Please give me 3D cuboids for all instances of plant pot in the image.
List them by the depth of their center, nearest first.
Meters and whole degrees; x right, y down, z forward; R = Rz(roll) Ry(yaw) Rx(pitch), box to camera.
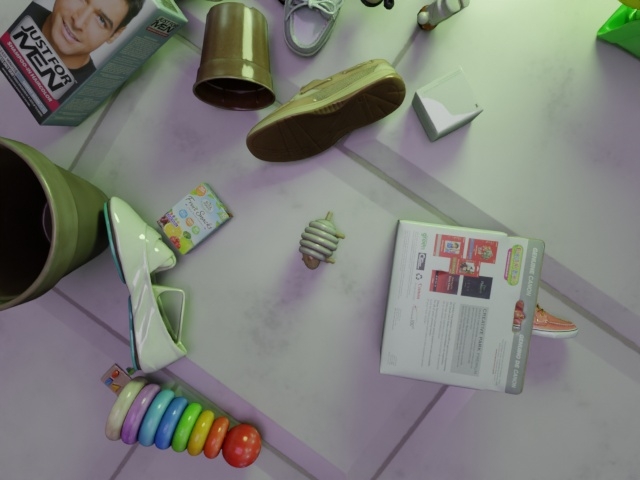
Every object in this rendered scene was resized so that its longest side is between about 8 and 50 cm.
[{"bbox_3d":[-0.593,-0.038,0.860,0.324,0.280,0.322,0,94,5],"label":"plant pot"},{"bbox_3d":[-0.175,-0.377,0.863,0.167,0.167,0.165,0,85,6],"label":"plant pot"}]

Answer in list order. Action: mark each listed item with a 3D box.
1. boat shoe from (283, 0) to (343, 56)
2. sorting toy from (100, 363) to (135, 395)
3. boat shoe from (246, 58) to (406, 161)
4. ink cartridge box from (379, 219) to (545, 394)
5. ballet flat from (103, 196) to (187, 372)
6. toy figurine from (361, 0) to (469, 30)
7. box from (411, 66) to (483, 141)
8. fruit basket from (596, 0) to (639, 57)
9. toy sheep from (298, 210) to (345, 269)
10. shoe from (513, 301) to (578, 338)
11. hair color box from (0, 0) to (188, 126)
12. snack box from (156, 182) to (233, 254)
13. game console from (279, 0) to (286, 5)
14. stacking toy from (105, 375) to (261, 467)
[{"bbox_3d":[0.007,-0.532,0.823,0.118,0.103,0.320,25,110,-6],"label":"boat shoe"},{"bbox_3d":[-0.485,0.328,1.005,0.062,0.012,0.083,44,97,2],"label":"sorting toy"},{"bbox_3d":[0.002,-0.271,0.877,0.342,0.121,0.110,-21,54,4],"label":"boat shoe"},{"bbox_3d":[0.273,0.126,0.849,0.272,0.130,0.309,8,95,8],"label":"ink cartridge box"},{"bbox_3d":[-0.376,0.095,0.935,0.139,0.139,0.399,-7,97,7],"label":"ballet flat"},{"bbox_3d":[0.197,-0.530,0.801,0.210,0.148,0.212,16,97,-18],"label":"toy figurine"},{"bbox_3d":[0.254,-0.273,0.851,0.101,0.087,0.101,-28,90,7],"label":"box"},{"bbox_3d":[0.618,-0.458,0.661,0.392,0.392,0.283,42,97,2],"label":"fruit basket"},{"bbox_3d":[0.000,0.000,0.899,0.091,0.091,0.131,20,82,5],"label":"toy sheep"},{"bbox_3d":[0.442,0.150,0.868,0.178,0.063,0.081,5,98,11],"label":"shoe"},{"bbox_3d":[-0.485,-0.424,0.870,0.375,0.113,0.185,-33,95,17],"label":"hair color box"},{"bbox_3d":[-0.285,-0.049,0.948,0.141,0.037,0.100,-38,90,7],"label":"snack box"},{"bbox_3d":[0.036,-0.642,0.874,0.361,0.044,0.213,-43,88,7],"label":"game console"},{"bbox_3d":[-0.294,0.427,0.940,0.331,0.141,0.141,21,96,-1],"label":"stacking toy"}]
